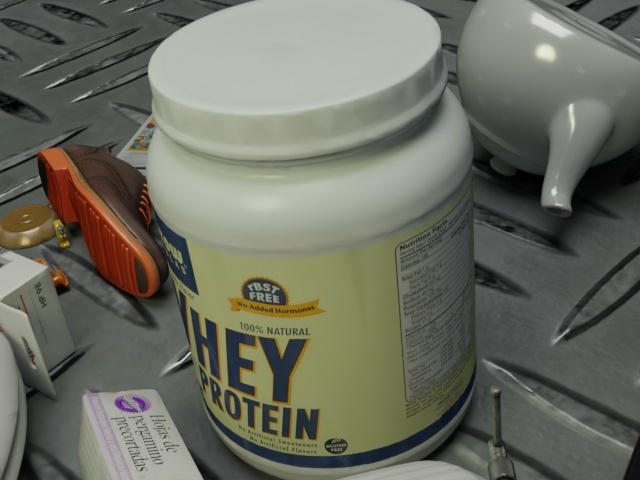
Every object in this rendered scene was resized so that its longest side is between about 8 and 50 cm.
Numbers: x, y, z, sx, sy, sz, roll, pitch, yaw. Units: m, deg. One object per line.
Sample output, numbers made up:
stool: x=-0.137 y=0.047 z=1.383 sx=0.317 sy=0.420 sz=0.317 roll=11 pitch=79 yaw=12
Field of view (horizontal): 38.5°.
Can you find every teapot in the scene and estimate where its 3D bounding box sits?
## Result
teapot: x=0.246 y=-0.159 z=1.023 sx=0.252 sy=0.187 sz=0.256 roll=39 pitch=27 yaw=24

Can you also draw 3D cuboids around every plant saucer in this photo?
plant saucer: x=-0.342 y=-0.020 z=1.072 sx=0.083 sy=0.015 sz=0.083 roll=-5 pitch=35 yaw=4

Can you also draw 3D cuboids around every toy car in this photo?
toy car: x=-0.304 y=0.018 z=0.987 sx=0.060 sy=0.040 sz=0.122 roll=-13 pitch=35 yaw=-7

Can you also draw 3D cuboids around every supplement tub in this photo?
supplement tub: x=0.000 y=0.000 z=0.704 sx=0.235 sy=0.325 sz=0.235 roll=-5 pitch=35 yaw=4

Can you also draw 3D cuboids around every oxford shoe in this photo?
oxford shoe: x=-0.218 y=-0.037 z=0.997 sx=0.098 sy=0.097 sz=0.271 roll=-20 pitch=43 yaw=-28

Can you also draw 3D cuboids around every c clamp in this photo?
c clamp: x=0.122 y=0.196 z=0.570 sx=0.022 sy=0.137 sz=0.161 roll=-10 pitch=40 yaw=7

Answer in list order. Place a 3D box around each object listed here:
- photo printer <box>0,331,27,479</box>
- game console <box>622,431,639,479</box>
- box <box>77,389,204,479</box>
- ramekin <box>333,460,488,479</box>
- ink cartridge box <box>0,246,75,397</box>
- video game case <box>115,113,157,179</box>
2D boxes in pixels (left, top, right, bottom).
photo printer: x=-0.388 y=0.180 z=0.714 sx=0.307 sy=0.107 sz=0.256 roll=-9 pitch=35 yaw=-3
game console: x=0.433 y=0.155 z=0.634 sx=0.386 sy=0.060 sz=0.342 roll=13 pitch=40 yaw=28
box: x=-0.098 y=0.206 z=0.606 sx=0.063 sy=0.067 sz=0.324 roll=1 pitch=20 yaw=-26
ramekin: x=0.055 y=0.220 z=0.495 sx=0.109 sy=0.207 sz=0.207 roll=-13 pitch=34 yaw=-24
ink cartridge box: x=-0.299 y=0.066 z=0.863 sx=0.180 sy=0.104 sz=0.060 roll=18 pitch=41 yaw=31
video game case: x=-0.139 y=-0.112 z=1.157 sx=0.227 sy=0.026 sz=0.206 roll=2 pitch=36 yaw=16
